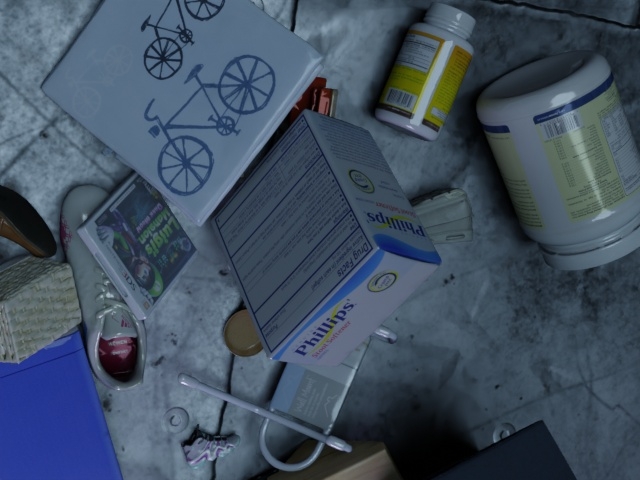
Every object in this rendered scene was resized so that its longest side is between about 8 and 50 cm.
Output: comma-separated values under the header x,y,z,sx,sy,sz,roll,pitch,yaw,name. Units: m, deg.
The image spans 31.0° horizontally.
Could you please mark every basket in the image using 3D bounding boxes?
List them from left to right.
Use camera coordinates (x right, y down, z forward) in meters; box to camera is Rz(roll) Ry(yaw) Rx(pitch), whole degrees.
x,y,z,sx,sy,sz,roll,pitch,yaw,name
-0.446,0.101,1.711,0.167,0.103,0.113,-39,127,-56,basket

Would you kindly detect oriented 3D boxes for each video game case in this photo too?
x,y,z,sx,sy,sz,roll,pitch,yaw,name
-0.279,0.002,1.792,0.173,0.022,0.190,59,34,-19,video game case

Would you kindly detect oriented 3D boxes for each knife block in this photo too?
x,y,z,sx,sy,sz,roll,pitch,yaw,name
-0.028,0.441,1.920,0.242,0.275,0.088,-45,115,-39,knife block

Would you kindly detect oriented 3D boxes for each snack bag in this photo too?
x,y,z,sx,sy,sz,roll,pitch,yaw,name
-0.218,-0.246,1.736,0.342,0.037,0.323,38,100,5,snack bag

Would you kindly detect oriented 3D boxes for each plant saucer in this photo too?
x,y,z,sx,sy,sz,roll,pitch,yaw,name
-0.125,0.155,1.946,0.083,0.015,0.083,-4,101,-20,plant saucer

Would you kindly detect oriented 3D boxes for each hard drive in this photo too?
x,y,z,sx,sy,sz,roll,pitch,yaw,name
-0.442,0.304,1.805,0.210,0.040,0.319,-19,118,-16,hard drive

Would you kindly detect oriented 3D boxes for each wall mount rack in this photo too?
x,y,z,sx,sy,sz,roll,pitch,yaw,name
-0.049,0.195,1.912,0.304,0.130,0.350,22,80,6,wall mount rack

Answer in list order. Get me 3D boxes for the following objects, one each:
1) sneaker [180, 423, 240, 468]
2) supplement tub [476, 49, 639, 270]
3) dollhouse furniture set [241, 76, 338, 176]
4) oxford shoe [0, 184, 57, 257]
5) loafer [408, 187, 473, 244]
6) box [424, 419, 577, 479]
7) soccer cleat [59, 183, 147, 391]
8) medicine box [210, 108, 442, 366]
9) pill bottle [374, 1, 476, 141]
x,y,z,sx,sy,sz,roll,pitch,yaw,name
-0.188,0.335,1.943,0.098,0.038,0.069,-27,108,-15,sneaker
0.426,-0.137,1.979,0.235,0.235,0.325,-29,108,-13,supplement tub
-0.118,-0.227,1.814,0.259,0.135,0.262,5,98,-21,dollhouse furniture set
-0.495,-0.037,1.757,0.076,0.076,0.212,-38,117,22,oxford shoe
0.123,0.005,1.960,0.319,0.112,0.112,-20,98,-17,loafer
0.243,0.483,1.917,0.293,0.395,0.212,-25,77,-15,box
-0.323,0.078,1.789,0.116,0.143,0.331,-13,104,-18,soccer cleat
0.000,0.000,1.758,0.149,0.289,0.263,12,132,-44,medicine box
0.181,-0.282,1.925,0.117,0.117,0.215,23,92,-22,pill bottle
